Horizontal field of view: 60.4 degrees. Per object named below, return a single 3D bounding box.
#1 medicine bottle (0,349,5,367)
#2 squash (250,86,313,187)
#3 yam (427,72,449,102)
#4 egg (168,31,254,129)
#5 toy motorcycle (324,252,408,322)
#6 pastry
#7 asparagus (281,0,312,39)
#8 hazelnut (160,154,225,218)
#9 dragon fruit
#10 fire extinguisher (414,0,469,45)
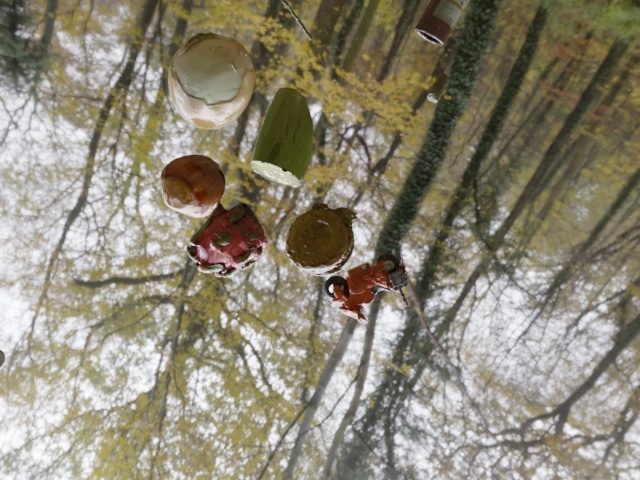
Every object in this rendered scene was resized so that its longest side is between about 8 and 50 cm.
[{"bbox_3d":[-0.898,0.305,1.431,0.221,0.092,0.061,5,-151,33],"label":"medicine bottle"},{"bbox_3d":[-0.099,-0.320,1.733,0.189,0.260,0.189,19,168,4],"label":"squash"},{"bbox_3d":[0.379,-0.489,1.765,0.043,0.094,0.043,30,168,7],"label":"yam"},{"bbox_3d":[-0.267,-0.376,1.338,0.201,0.244,0.201,10,-123,-16],"label":"egg"},{"bbox_3d":[0.192,0.193,2.125,0.148,0.326,0.221,-120,7,-83],"label":"toy motorcycle"},{"bbox_3d":[0.000,0.000,1.819,0.240,0.235,0.132,15,166,26],"label":"pastry"},{"bbox_3d":[-0.078,-0.754,1.872,0.163,0.016,0.016,49,-126,-28],"label":"asparagus"},{"bbox_3d":[-0.347,-0.154,1.478,0.182,0.182,0.182,20,-153,-11],"label":"hazelnut"},{"bbox_3d":[-0.226,0.002,1.297,0.172,0.160,0.166,-35,-106,-17],"label":"dragon fruit"},{"bbox_3d":[0.290,-0.513,1.129,0.099,0.231,0.071,24,-168,-35],"label":"fire extinguisher"}]
